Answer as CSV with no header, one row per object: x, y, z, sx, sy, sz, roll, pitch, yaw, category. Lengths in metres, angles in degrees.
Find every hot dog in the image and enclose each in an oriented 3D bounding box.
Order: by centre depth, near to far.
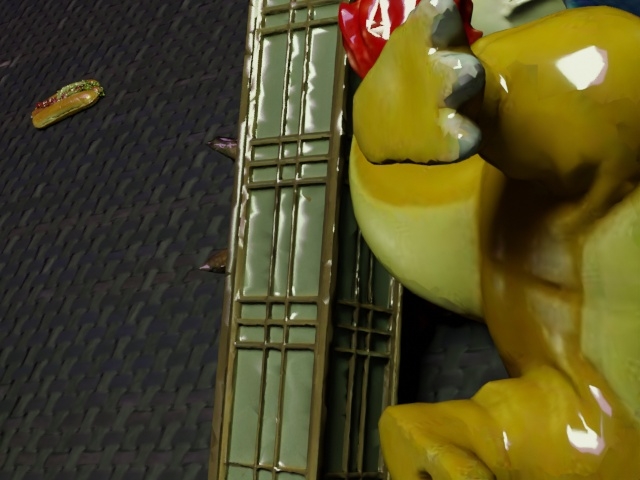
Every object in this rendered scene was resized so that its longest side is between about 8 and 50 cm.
-0.249,-0.135,1.132,0.083,0.021,0.037,-25,42,18,hot dog

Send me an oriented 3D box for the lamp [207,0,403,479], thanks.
0.000,0.000,0.648,0.089,0.090,0.325,-2,80,37,lamp

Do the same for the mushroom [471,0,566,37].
0.112,-0.287,0.794,0.315,0.356,0.315,-14,9,2,mushroom

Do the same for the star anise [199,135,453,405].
0.040,-0.014,0.741,0.272,0.102,0.271,-10,72,33,star anise

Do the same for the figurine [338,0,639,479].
0.195,-0.034,0.444,0.387,0.400,0.268,-8,-3,-15,figurine
